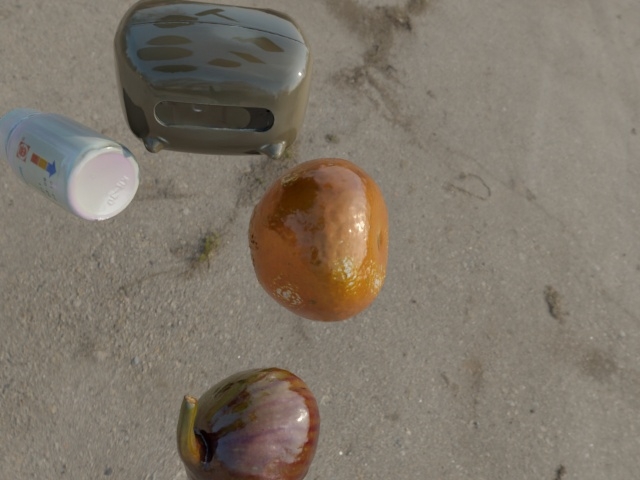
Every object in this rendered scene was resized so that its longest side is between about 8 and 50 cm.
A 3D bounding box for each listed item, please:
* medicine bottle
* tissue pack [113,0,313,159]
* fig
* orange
[{"bbox_3d":[-0.527,-0.165,1.030,0.293,0.170,0.170,26,46,24],"label":"medicine bottle"},{"bbox_3d":[-0.212,-0.320,1.026,0.387,0.267,0.276,1,50,-13],"label":"tissue pack"},{"bbox_3d":[-0.106,0.239,0.597,0.207,0.175,0.175,6,51,-51],"label":"fig"},{"bbox_3d":[0.000,0.000,1.284,0.326,0.423,0.423,0,49,19],"label":"orange"}]
